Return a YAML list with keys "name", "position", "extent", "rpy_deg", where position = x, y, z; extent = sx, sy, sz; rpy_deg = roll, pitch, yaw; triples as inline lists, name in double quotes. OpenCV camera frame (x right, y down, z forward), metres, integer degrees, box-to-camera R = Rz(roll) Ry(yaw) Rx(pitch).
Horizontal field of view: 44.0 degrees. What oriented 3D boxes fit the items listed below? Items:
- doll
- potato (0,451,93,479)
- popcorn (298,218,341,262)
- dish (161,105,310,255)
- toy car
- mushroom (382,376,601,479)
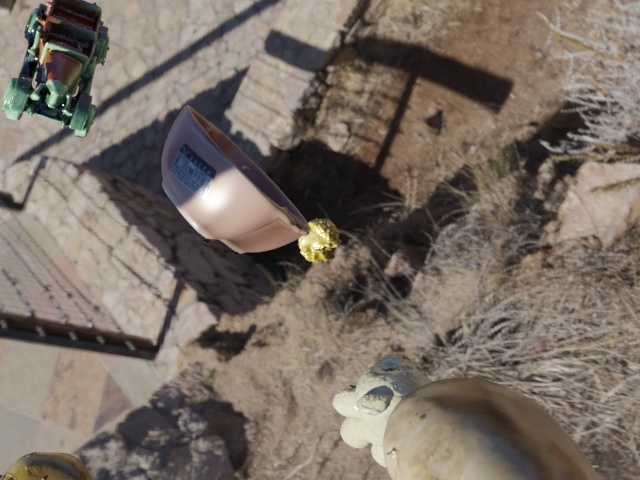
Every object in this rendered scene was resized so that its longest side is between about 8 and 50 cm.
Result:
- name: "doll"
  position: [0.112, 0.279, 1.282]
  extent: [0.278, 0.175, 0.149]
  rpy_deg: [114, 156, -55]
- name: "potato"
  position: [-0.504, 0.452, 1.442]
  extent: [0.137, 0.176, 0.137]
  rpy_deg: [173, 90, -73]
- name: "popcorn"
  position: [0.000, 0.000, 1.429]
  extent: [0.083, 0.057, 0.082]
  rpy_deg: [8, 90, 24]
- name: "dish"
  position: [-0.110, -0.051, 0.925]
  extent: [0.090, 0.213, 0.213]
  rpy_deg: [-43, 50, 5]
- name: "toy car"
  position: [-0.218, -0.149, 0.666]
  extent: [0.054, 0.073, 0.143]
  rpy_deg: [-54, 28, 39]
- name: "mushroom"
  position: [0.121, 0.281, 0.723]
  extent: [0.290, 0.292, 0.292]
  rpy_deg: [-31, 55, 5]
